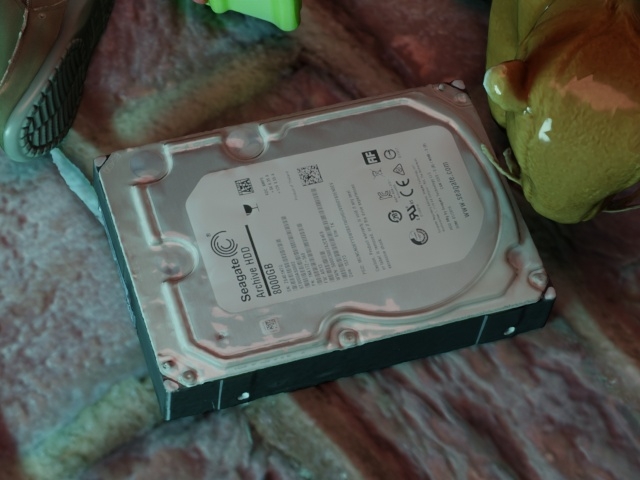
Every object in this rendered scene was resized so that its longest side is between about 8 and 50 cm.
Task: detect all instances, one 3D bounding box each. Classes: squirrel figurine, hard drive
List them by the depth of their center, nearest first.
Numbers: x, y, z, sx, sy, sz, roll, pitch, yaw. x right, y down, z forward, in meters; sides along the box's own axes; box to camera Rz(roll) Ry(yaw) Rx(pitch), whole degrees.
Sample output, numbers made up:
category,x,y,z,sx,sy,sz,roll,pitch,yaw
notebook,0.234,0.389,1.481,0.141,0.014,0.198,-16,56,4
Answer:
category,x,y,z,sx,sy,sz,roll,pitch,yaw
squirrel figurine,0.248,-0.216,1.521,0.281,0.397,0.370,24,42,1
hard drive,0.000,0.000,1.572,0.338,0.064,0.237,-13,60,-13

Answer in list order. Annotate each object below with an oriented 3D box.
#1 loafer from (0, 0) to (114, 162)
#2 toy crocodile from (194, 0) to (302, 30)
category,x,y,z,sx,sy,sz,roll,pitch,yaw
loafer,-0.248,-0.170,1.640,0.087,0.094,0.251,11,49,7
toy crocodile,-0.152,-0.295,1.706,0.340,0.115,0.105,37,65,18
